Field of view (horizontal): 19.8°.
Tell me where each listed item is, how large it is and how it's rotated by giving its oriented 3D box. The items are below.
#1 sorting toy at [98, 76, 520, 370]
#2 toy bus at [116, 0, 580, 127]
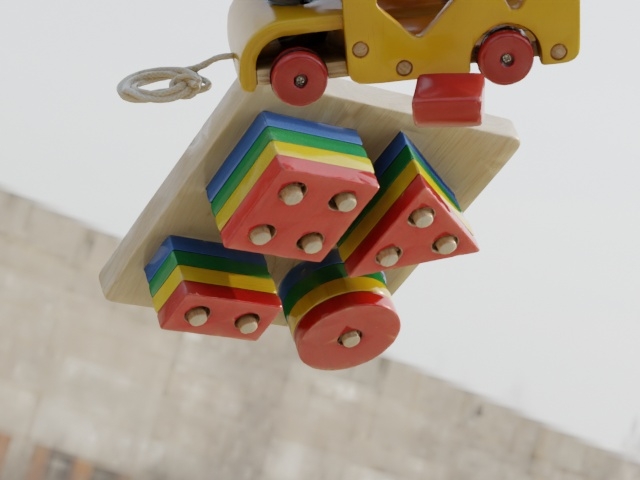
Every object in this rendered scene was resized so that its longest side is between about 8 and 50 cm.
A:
[{"bbox_3d":[0.000,0.000,1.441,0.255,0.089,0.257,10,-46,-34],"label":"sorting toy"},{"bbox_3d":[0.027,-0.133,0.882,0.191,0.104,0.202,14,29,34],"label":"toy bus"}]
